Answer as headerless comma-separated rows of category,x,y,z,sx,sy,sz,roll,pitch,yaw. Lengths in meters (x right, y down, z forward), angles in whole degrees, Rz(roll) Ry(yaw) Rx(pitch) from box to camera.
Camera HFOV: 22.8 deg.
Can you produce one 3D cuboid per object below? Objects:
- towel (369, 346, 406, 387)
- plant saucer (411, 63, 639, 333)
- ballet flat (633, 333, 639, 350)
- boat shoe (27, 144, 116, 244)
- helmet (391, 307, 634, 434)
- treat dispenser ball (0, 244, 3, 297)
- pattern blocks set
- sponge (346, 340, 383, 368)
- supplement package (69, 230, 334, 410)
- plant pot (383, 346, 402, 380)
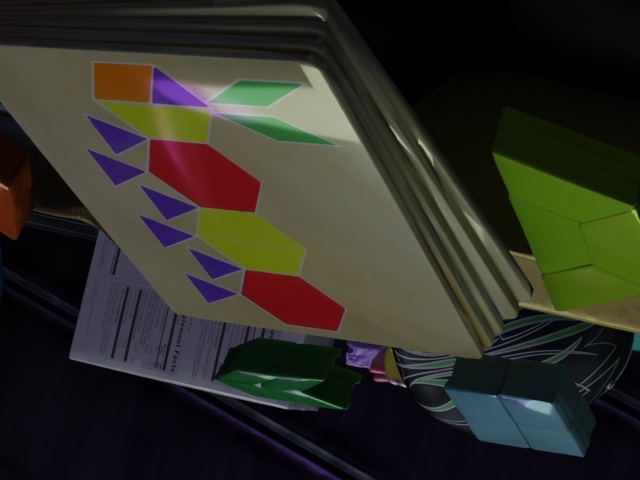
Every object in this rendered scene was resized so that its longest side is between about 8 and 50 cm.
towel,0.164,0.125,1.728,0.197,0.029,0.144,9,-152,15
plant saucer,0.154,-0.003,0.742,0.333,0.081,0.333,13,176,-6
ballet flat,0.314,0.064,1.236,0.247,0.083,0.087,11,162,-19
boat shoe,-0.154,-0.035,1.300,0.223,0.080,0.073,16,-175,39
helmet,0.137,0.066,1.154,0.169,0.169,0.161,13,-178,-7
treat dispenser ball,-0.426,0.026,1.397,0.288,0.288,0.288,12,176,1
pattern blocks set,-0.025,-0.023,0.530,0.285,0.026,0.325,11,151,22
sponge,0.145,0.122,1.805,0.210,0.031,0.117,10,-154,16
supplement package,-0.122,0.077,1.864,0.263,0.198,0.199,12,175,11
plant pot,0.109,0.100,1.648,0.081,0.081,0.083,11,159,17
